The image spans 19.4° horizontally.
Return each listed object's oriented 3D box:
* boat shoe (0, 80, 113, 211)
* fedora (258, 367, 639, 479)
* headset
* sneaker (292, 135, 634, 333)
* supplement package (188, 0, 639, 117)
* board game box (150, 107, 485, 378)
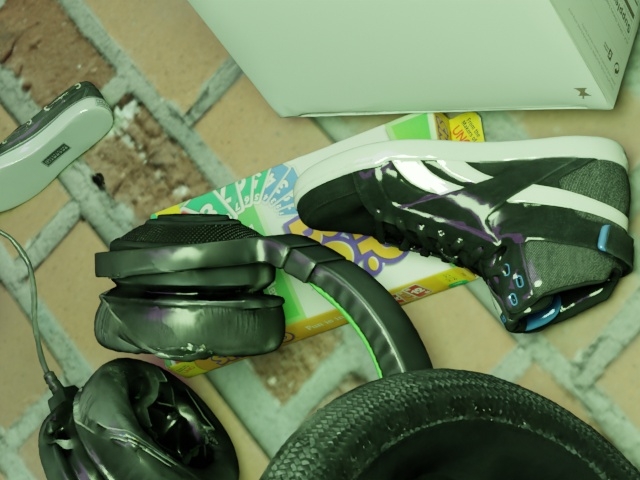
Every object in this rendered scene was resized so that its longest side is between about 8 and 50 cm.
[{"bbox_3d":[-0.224,-0.072,1.468,0.142,0.049,0.040,-34,50,9],"label":"boat shoe"},{"bbox_3d":[0.062,0.244,1.057,0.152,0.334,0.334,-47,45,51],"label":"fedora"},{"bbox_3d":[-0.118,0.091,1.219,0.394,0.185,0.243,24,102,23],"label":"headset"},{"bbox_3d":[0.089,0.002,1.183,0.217,0.079,0.121,-5,65,9],"label":"sneaker"},{"bbox_3d":[0.055,-0.197,1.223,0.262,0.204,0.145,0,57,33],"label":"supplement package"},{"bbox_3d":[0.000,0.000,1.303,0.259,0.039,0.124,-19,63,22],"label":"board game box"}]
